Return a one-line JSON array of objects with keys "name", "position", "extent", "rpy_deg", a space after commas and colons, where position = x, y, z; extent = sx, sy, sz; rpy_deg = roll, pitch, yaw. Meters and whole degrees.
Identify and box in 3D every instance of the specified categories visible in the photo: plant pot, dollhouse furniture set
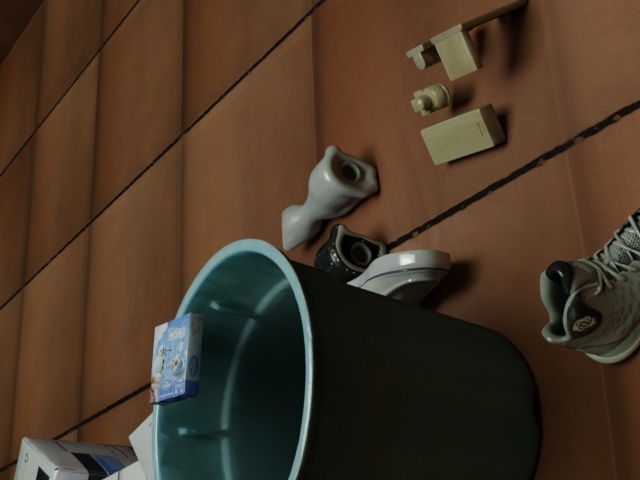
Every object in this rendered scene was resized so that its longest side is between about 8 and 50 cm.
[{"name": "plant pot", "position": [0.036, 0.196, 1.139], "extent": [0.341, 0.334, 0.341], "rpy_deg": [-27, 57, 51]}, {"name": "dollhouse furniture set", "position": [0.201, -0.201, 1.312], "extent": [0.144, 0.123, 0.151], "rpy_deg": [-15, 101, 56]}]

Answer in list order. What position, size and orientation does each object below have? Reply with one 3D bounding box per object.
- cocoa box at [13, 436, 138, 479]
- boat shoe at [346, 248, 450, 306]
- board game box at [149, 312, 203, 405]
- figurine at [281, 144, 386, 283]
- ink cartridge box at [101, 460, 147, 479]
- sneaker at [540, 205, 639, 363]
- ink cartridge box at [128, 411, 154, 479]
[{"name": "cocoa box", "position": [-0.441, 0.559, 1.874], "extent": [0.231, 0.228, 0.346], "rpy_deg": [11, 88, 59]}, {"name": "boat shoe", "position": [0.081, 0.085, 1.339], "extent": [0.267, 0.096, 0.088], "rpy_deg": [-31, 58, 51]}, {"name": "board game box", "position": [-0.160, 0.132, 1.136], "extent": [0.090, 0.020, 0.090], "rpy_deg": [-25, 57, 53]}, {"name": "figurine", "position": [0.000, 0.000, 1.513], "extent": [0.209, 0.092, 0.214], "rpy_deg": [-43, 44, 49]}, {"name": "ink cartridge box", "position": [-0.212, 0.409, 1.589], "extent": [0.273, 0.198, 0.114], "rpy_deg": [-34, 52, 48]}, {"name": "sneaker", "position": [0.289, 0.019, 0.988], "extent": [0.228, 0.132, 0.086], "rpy_deg": [-64, 33, 21]}, {"name": "ink cartridge box", "position": [-0.079, 0.313, 1.334], "extent": [0.197, 0.198, 0.270], "rpy_deg": [-46, 65, 41]}]
